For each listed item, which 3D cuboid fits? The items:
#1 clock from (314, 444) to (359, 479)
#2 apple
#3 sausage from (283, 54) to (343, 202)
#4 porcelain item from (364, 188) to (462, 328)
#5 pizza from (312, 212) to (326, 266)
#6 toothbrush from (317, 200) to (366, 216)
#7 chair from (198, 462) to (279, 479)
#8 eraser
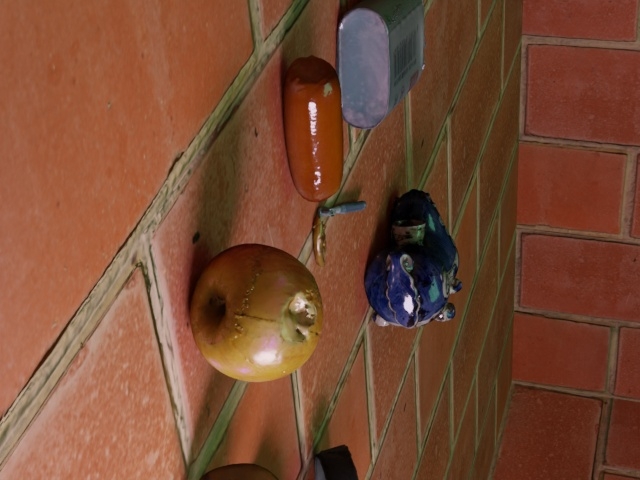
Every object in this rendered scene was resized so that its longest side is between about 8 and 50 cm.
[{"bbox_3d":[0.034,0.407,1.764,0.226,0.049,0.226,171,-90,-81],"label":"clock"},{"bbox_3d":[-0.063,0.075,1.278,0.146,0.146,0.147,7,90,-74],"label":"apple"},{"bbox_3d":[-0.008,-0.131,1.511,0.076,0.076,0.198,-66,159,-46],"label":"sausage"},{"bbox_3d":[0.159,0.030,2.070,0.288,0.137,0.186,-48,131,-66],"label":"porcelain item"},{"bbox_3d":[0.000,0.000,1.697,0.037,0.016,0.083,-69,158,-59],"label":"pizza"},{"bbox_3d":[0.034,-0.047,1.793,0.219,0.019,0.016,-13,104,-73],"label":"toothbrush"},{"bbox_3d":[-0.061,0.382,1.306,0.172,0.158,0.247,66,11,-55],"label":"chair"},{"bbox_3d":[0.090,-0.274,1.784,0.227,0.081,0.174,-49,139,-62],"label":"eraser"}]
